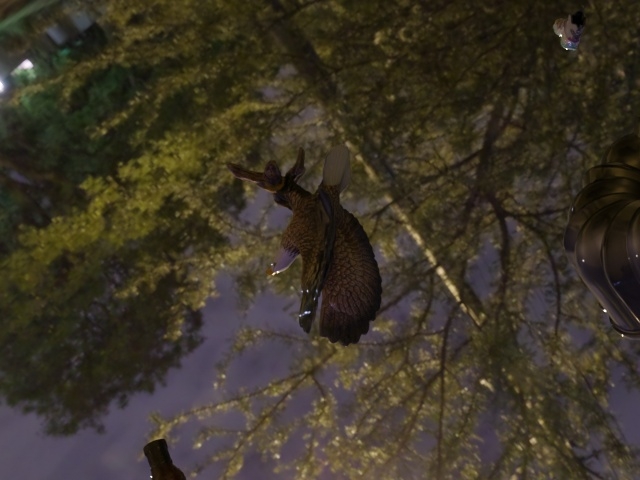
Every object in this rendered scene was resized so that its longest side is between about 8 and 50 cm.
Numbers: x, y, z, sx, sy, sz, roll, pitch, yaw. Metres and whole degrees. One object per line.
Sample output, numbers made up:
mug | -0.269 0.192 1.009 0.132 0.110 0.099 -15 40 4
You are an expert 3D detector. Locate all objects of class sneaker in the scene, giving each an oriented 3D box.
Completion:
sneaker | 0.454 -0.394 1.233 0.098 0.038 0.069 -93 -168 -46

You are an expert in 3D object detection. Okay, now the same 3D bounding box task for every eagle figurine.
eagle figurine | -0.005 0.008 1.126 0.226 0.298 0.225 -16 147 -31

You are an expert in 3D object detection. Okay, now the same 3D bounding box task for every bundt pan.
bundt pan | 0.393 -0.055 0.720 0.331 0.124 0.331 -47 -170 10

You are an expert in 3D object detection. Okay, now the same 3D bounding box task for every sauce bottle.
sauce bottle | -0.155 0.273 0.725 0.042 0.042 0.128 -35 -120 9
